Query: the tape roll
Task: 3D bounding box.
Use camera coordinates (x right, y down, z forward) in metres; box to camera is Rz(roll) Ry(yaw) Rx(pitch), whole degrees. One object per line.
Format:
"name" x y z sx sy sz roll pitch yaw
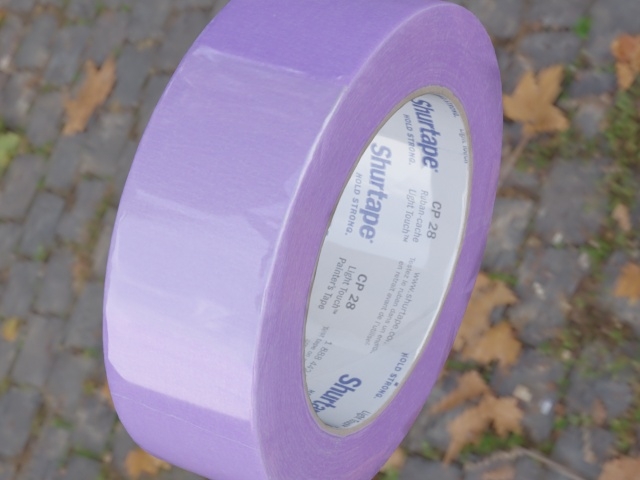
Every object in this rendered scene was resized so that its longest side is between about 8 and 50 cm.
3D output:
"tape roll" 0.000 0.000 0.895 0.090 0.275 0.274 18 82 24
